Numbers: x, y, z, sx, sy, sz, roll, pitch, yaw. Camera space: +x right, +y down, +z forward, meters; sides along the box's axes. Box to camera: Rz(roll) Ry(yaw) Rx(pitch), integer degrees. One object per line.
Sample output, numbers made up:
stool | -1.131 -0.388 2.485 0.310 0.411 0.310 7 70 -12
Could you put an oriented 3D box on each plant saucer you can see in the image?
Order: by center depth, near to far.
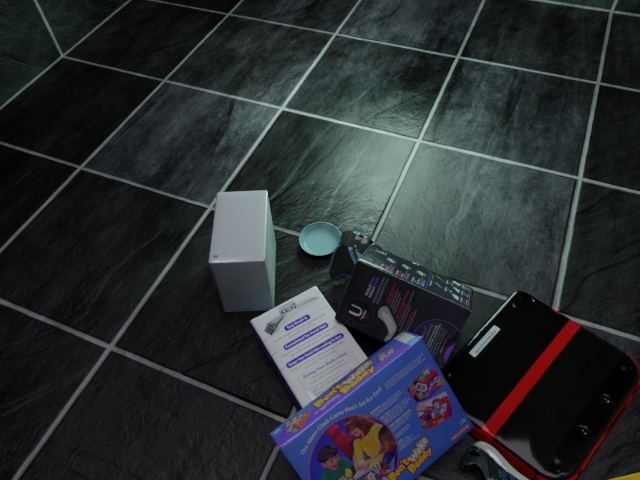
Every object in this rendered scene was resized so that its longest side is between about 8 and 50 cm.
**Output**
plant saucer | 0.000 0.000 1.513 0.119 0.021 0.119 -2 53 2

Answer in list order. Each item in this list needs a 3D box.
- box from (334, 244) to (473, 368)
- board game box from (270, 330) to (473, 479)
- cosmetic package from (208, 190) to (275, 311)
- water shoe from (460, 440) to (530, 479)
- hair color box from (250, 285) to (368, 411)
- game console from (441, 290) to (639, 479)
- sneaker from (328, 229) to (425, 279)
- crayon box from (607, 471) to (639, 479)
box | 0.195 0.147 1.244 0.270 0.165 0.143 24 20 10
board game box | 0.109 0.379 1.071 0.347 0.078 0.233 -33 101 -16
cosmetic package | -0.191 0.029 1.375 0.138 0.225 0.224 -3 52 1
water shoe | 0.371 0.498 1.071 0.080 0.073 0.203 -34 48 -20
hair color box | -0.002 0.289 1.234 0.185 0.110 0.339 -26 57 -17
game console | 0.487 0.321 1.215 0.386 0.060 0.342 -39 54 -24
sneaker | 0.182 0.104 1.382 0.340 0.125 0.140 27 86 19
crayon box | 0.707 0.543 0.875 0.313 0.106 0.363 -26 59 20
